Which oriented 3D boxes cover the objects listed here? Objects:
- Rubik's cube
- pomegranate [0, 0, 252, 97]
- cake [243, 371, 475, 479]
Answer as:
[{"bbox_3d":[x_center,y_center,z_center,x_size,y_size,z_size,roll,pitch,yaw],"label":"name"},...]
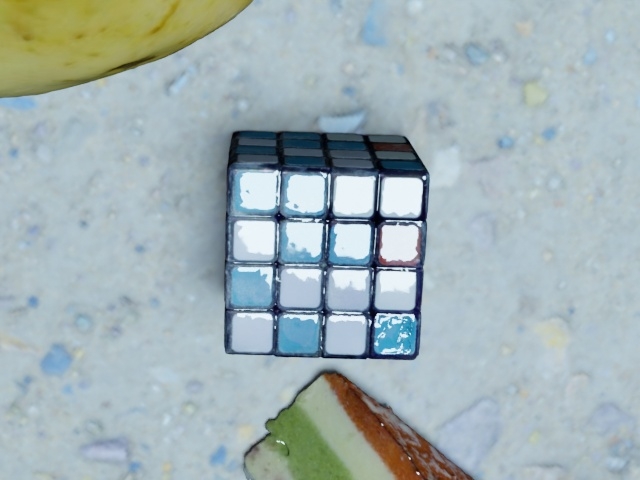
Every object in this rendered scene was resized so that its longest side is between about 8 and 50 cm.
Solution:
[{"bbox_3d":[0.000,0.000,0.624,0.092,0.092,0.092,1,105,-3],"label":"Rubik's cube"},{"bbox_3d":[-0.141,-0.195,0.443,0.343,0.342,0.342,-1,105,-2],"label":"pomegranate"},{"bbox_3d":[0.059,0.180,0.663,0.220,0.116,0.086,42,105,-13],"label":"cake"}]
